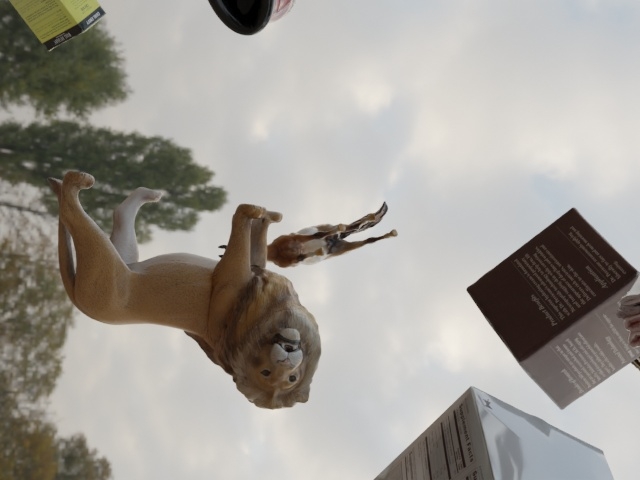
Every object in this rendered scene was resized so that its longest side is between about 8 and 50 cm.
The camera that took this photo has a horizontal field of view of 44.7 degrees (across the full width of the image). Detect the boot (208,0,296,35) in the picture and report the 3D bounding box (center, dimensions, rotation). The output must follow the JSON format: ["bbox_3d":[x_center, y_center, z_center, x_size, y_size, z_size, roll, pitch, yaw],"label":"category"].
[{"bbox_3d":[-0.085,-0.313,0.700,0.176,0.088,0.244,-71,145,-67],"label":"boot"}]

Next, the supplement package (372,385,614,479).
[{"bbox_3d":[0.173,0.341,0.843,0.263,0.199,0.198,-52,-160,28],"label":"supplement package"}]

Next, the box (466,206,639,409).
[{"bbox_3d":[0.362,0.099,1.136,0.203,0.167,0.168,-39,-141,11],"label":"box"}]

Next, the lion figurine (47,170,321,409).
[{"bbox_3d":[-0.181,0.060,0.974,0.142,0.392,0.240,19,82,-81],"label":"lion figurine"}]

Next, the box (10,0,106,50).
[{"bbox_3d":[-0.384,-0.365,0.997,0.087,0.232,0.058,-12,-146,38],"label":"box"}]

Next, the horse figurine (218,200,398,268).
[{"bbox_3d":[0.000,0.000,1.173,0.174,0.263,0.066,-14,-88,42],"label":"horse figurine"}]

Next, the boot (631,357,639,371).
[{"bbox_3d":[0.576,0.143,1.288,0.270,0.089,0.236,69,2,-46],"label":"boot"}]

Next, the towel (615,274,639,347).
[{"bbox_3d":[0.444,-0.023,0.694,0.317,0.331,0.053,-28,-93,34],"label":"towel"}]
